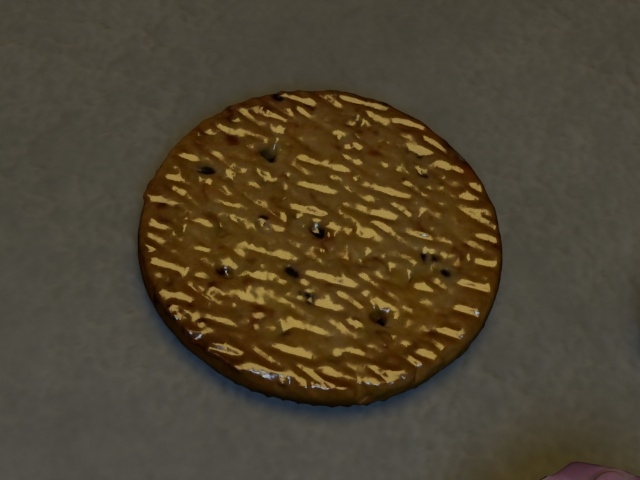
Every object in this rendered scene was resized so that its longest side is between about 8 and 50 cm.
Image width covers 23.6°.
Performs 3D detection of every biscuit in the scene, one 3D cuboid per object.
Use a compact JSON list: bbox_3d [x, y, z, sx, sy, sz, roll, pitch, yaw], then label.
[{"bbox_3d":[0.000,0.000,0.781,0.188,0.027,0.187,3,57,-5],"label":"biscuit"}]

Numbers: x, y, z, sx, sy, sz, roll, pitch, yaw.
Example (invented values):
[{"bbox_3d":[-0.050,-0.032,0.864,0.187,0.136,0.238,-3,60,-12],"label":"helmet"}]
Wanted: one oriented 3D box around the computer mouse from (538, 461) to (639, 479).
[{"bbox_3d":[0.035,0.202,0.582,0.310,0.072,0.158,-32,29,-18],"label":"computer mouse"}]
